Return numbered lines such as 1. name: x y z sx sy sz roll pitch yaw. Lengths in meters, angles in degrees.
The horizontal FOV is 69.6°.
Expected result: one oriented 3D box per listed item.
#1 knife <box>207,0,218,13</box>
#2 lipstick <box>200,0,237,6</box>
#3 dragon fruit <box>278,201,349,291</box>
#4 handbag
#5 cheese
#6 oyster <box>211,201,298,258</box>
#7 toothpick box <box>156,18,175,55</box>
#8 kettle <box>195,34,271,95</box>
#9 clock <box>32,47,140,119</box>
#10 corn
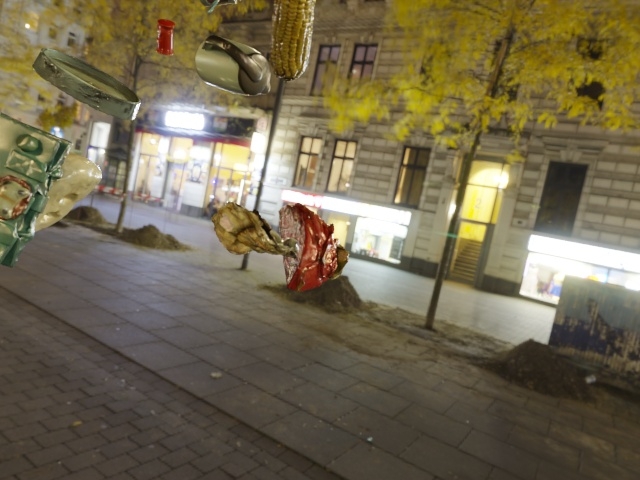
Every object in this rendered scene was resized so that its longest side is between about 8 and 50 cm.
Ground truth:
1. knife: -0.287 -0.627 1.228 0.027 0.096 0.010 -29 -54 29
2. lipstick: -0.319 -0.914 1.674 0.252 0.078 0.079 1 -8 13
3. dragon fruit: 0.000 0.000 1.391 0.205 0.152 0.317 16 42 -30
4. handbag: -0.631 -0.119 0.818 0.274 0.269 0.100 26 -5 0
5. cheese: -0.665 -0.118 1.085 0.251 0.248 0.174 14 12 -5
6. oyster: -0.107 -0.002 0.765 0.163 0.081 0.191 30 -2 15
7. toothpick box: -0.413 -0.543 1.227 0.047 0.083 0.047 11 41 -10
8. kettle: -0.294 -0.582 1.505 0.236 0.161 0.221 32 -7 33
9. clock: -0.519 -0.352 1.040 0.226 0.049 0.226 33 13 -9
10. corn: -0.068 -0.519 1.112 0.115 0.115 0.318 12 -30 -2
